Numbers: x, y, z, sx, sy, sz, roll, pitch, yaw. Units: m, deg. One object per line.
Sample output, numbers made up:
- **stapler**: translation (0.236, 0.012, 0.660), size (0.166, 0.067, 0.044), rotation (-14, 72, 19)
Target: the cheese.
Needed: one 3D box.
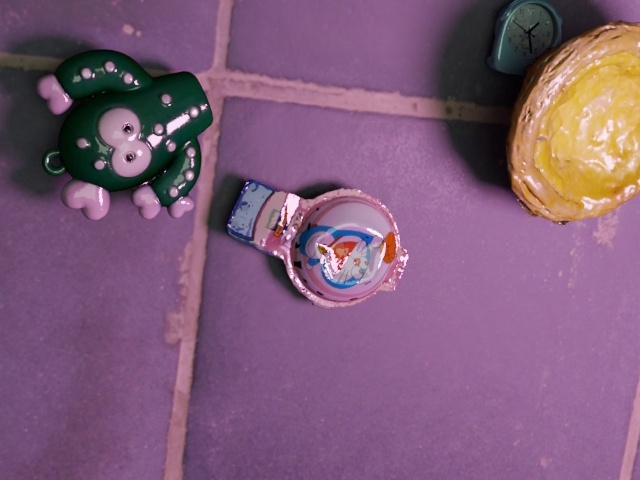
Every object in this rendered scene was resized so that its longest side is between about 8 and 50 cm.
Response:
- **cheese**: translation (0.000, 0.000, 1.671), size (0.285, 0.074, 0.189), rotation (23, 94, -19)

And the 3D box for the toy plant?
- **toy plant**: translation (-0.268, -0.143, 1.538), size (0.243, 0.112, 0.233), rotation (-1, 98, -22)

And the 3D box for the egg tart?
- **egg tart**: translation (0.403, -0.185, 1.693), size (0.345, 0.132, 0.345), rotation (-14, 123, -23)

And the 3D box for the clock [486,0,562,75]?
- **clock**: translation (0.315, -0.324, 1.701), size (0.108, 0.045, 0.147), rotation (4, 101, -18)
